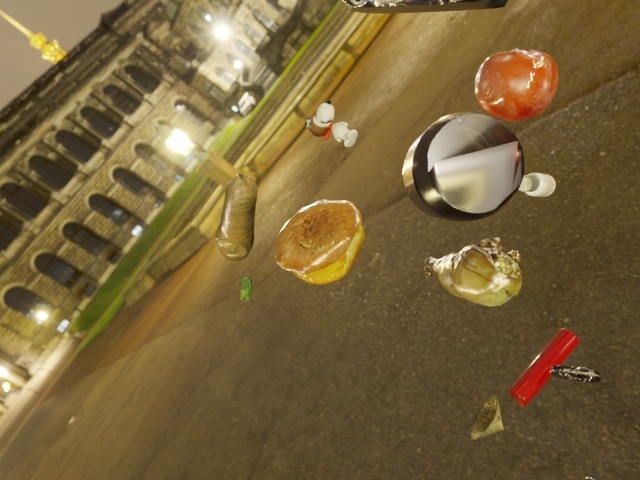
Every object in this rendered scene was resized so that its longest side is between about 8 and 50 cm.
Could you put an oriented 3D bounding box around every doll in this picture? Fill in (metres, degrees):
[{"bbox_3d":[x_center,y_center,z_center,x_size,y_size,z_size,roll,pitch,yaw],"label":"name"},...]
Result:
[{"bbox_3d":[0.017,-0.169,0.760,0.040,0.085,0.058,-24,-20,-48],"label":"doll"}]

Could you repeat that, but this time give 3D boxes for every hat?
[{"bbox_3d":[0.500,0.527,1.454,0.145,0.067,0.146,-58,-7,-11],"label":"hat"}]

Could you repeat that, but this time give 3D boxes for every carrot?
[{"bbox_3d":[-0.135,-0.025,0.816,0.070,0.070,0.342,-59,1,-20],"label":"carrot"}]

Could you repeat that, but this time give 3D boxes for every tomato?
[{"bbox_3d":[0.559,-0.441,1.448,0.232,0.232,0.188,-166,79,-72],"label":"tomato"}]

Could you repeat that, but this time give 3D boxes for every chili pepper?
[{"bbox_3d":[-0.203,0.127,1.372,0.034,0.030,0.091,-58,27,32],"label":"chili pepper"}]

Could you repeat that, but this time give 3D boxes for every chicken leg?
[{"bbox_3d":[0.179,0.034,0.610,0.093,0.070,0.178,-26,4,-12],"label":"chicken leg"}]

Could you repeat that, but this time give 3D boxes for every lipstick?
[{"bbox_3d":[0.699,0.396,1.580,0.280,0.073,0.073,-43,14,-12],"label":"lipstick"}]

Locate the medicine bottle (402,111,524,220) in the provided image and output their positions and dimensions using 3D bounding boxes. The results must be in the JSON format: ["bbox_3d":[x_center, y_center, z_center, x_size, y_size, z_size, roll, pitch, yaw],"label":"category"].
[{"bbox_3d":[0.306,-0.162,1.223,0.242,0.243,0.395,-53,4,0],"label":"medicine bottle"}]

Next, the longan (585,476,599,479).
[{"bbox_3d":[0.414,0.402,0.728,0.114,0.092,0.113,-14,52,18],"label":"longan"}]

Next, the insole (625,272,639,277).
[{"bbox_3d":[0.855,0.103,1.336,0.053,0.153,0.002,25,99,57],"label":"insole"}]

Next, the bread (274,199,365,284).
[{"bbox_3d":[0.000,0.000,1.406,0.269,0.145,0.268,-16,45,17],"label":"bread"}]

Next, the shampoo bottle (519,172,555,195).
[{"bbox_3d":[0.660,-0.175,1.564,0.074,0.192,0.073,2,93,47],"label":"shampoo bottle"}]

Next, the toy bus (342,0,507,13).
[{"bbox_3d":[0.171,-0.465,0.852,0.303,0.147,0.128,12,27,32],"label":"toy bus"}]

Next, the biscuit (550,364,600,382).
[{"bbox_3d":[0.523,0.273,1.034,0.087,0.089,0.026,67,-147,-71],"label":"biscuit"}]
